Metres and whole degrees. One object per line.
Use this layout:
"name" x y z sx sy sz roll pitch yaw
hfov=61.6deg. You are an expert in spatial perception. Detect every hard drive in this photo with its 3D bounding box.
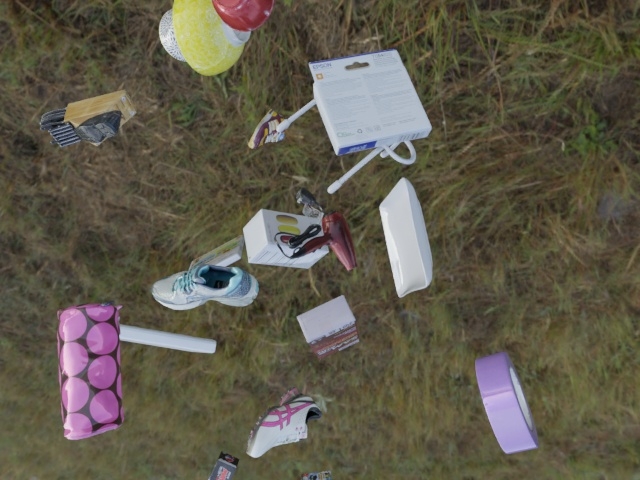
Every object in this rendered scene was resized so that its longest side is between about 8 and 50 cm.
"hard drive" -0.557 0.326 1.797 0.353 0.047 0.233 17 163 -30

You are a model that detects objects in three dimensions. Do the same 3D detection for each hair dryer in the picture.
"hair dryer" 0.000 0.000 1.637 0.293 0.223 0.080 32 158 -22

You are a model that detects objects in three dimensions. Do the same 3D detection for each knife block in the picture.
"knife block" -0.814 -0.431 1.855 0.242 0.276 0.088 26 154 28

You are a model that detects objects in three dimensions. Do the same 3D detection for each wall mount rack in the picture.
"wall mount rack" 0.071 -0.287 1.396 0.350 0.304 0.130 50 133 4

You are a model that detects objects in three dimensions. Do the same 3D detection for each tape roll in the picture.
"tape roll" 0.539 0.465 1.553 0.090 0.275 0.275 -20 137 20

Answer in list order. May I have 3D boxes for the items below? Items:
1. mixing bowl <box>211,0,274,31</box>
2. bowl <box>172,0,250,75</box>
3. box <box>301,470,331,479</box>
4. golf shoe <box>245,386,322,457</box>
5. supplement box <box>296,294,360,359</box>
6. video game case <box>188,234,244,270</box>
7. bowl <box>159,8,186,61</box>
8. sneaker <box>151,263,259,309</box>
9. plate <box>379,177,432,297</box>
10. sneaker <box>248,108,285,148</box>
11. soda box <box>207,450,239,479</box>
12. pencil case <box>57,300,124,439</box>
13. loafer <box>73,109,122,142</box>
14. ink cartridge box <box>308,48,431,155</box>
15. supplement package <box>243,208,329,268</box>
"mixing bowl" -0.223 -0.659 1.430 0.181 0.098 0.181 4 103 16
"bowl" -0.319 -0.686 1.723 0.156 0.289 0.289 1 145 26
"box" -0.007 0.766 1.616 0.094 0.137 0.027 -4 124 -4
"golf shoe" -0.067 0.354 1.026 0.086 0.186 0.067 28 121 22
"supplement box" 0.026 0.230 1.385 0.130 0.073 0.239 -25 157 -3
"video game case" -0.389 0.072 1.985 0.227 0.206 0.026 -28 109 6
"bowl" -0.418 -0.663 1.708 0.170 0.170 0.080 32 169 -32
"sneaker" -0.305 0.101 1.360 0.283 0.110 0.122 -6 150 11
"plate" 0.230 0.001 1.424 0.045 0.277 0.278 -9 169 -9
"sneaker" -0.152 -0.329 1.637 0.084 0.185 0.069 32 138 -9
"soda box" -0.285 0.673 1.474 0.060 0.169 0.053 24 -176 -2
"pencil case" -0.365 0.205 0.863 0.095 0.209 0.098 -14 167 38
"loafer" -0.575 -0.297 1.399 0.170 0.061 0.062 0 145 33
"ink cartridge box" 0.105 -0.310 1.192 0.223 0.224 0.045 -13 161 -13
"supplement package" -0.117 -0.001 1.812 0.244 0.139 0.134 7 147 -36
